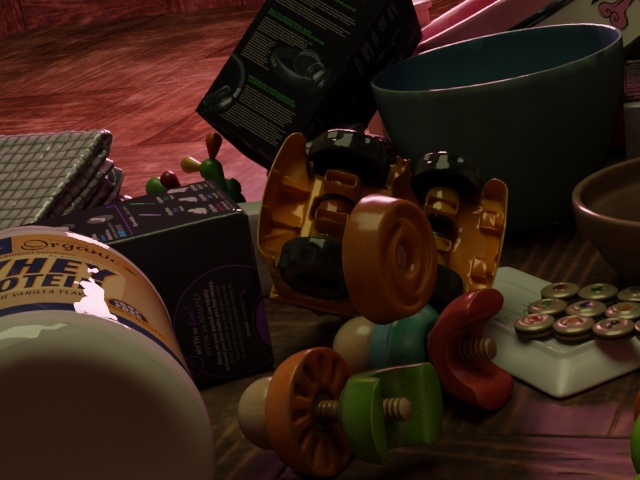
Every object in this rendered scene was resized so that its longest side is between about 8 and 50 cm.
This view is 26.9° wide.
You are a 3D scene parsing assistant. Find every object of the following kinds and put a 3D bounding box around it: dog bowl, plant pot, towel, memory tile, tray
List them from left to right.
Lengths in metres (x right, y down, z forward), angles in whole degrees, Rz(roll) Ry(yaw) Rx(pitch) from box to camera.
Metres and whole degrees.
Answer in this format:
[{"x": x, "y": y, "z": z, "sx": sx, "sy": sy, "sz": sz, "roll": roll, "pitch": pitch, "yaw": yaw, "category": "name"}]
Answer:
[{"x": -0.371, "y": 0.000, "z": 1.546, "sx": 0.235, "sy": 0.121, "sz": 0.284, "roll": -1, "pitch": 43, "yaw": 30, "category": "towel"}, {"x": 0.220, "y": -0.122, "z": 1.558, "sx": 0.290, "sy": 0.195, "sz": 0.290, "roll": -12, "pitch": 17, "yaw": 4, "category": "plant pot"}, {"x": 0.264, "y": -0.274, "z": 1.866, "sx": 0.408, "sy": 0.150, "sz": 0.408, "roll": -30, "pitch": 9, "yaw": 5, "category": "dog bowl"}, {"x": 0.199, "y": 0.074, "z": 1.252, "sx": 0.145, "sy": 0.030, "sz": 0.270, "roll": -19, "pitch": 20, "yaw": -23, "category": "tray"}, {"x": 0.254, "y": 0.062, "z": 1.186, "sx": 0.148, "sy": 0.012, "sz": 0.113, "roll": 1, "pitch": 21, "yaw": 30, "category": "memory tile"}, {"x": 0.364, "y": -0.006, "z": 1.276, "sx": 0.237, "sy": 0.110, "sz": 0.237, "roll": -10, "pitch": 18, "yaw": 3, "category": "plant pot"}]

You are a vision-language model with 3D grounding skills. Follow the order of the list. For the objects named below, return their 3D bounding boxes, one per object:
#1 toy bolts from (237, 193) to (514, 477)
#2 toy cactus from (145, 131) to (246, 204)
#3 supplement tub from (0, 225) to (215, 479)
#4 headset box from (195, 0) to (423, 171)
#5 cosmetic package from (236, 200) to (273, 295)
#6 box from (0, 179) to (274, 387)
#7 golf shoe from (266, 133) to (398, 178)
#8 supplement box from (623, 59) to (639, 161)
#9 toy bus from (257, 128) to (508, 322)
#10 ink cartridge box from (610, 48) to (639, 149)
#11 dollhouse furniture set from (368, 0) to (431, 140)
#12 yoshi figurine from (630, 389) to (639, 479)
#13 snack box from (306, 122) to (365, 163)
[{"x": 0.036, "y": 0.074, "z": 1.102, "sx": 0.158, "sy": 0.218, "sz": 0.228, "roll": -4, "pitch": 0, "yaw": 36, "category": "toy bolts"}, {"x": -0.100, "y": -0.040, "z": 1.603, "sx": 0.219, "sy": 0.112, "sz": 0.180, "roll": 20, "pitch": 24, "yaw": -11, "category": "toy cactus"}, {"x": -0.212, "y": 0.120, "z": 1.010, "sx": 0.228, "sy": 0.228, "sz": 0.316, "roll": -13, "pitch": 18, "yaw": -10, "category": "supplement tub"}, {"x": 0.001, "y": -0.218, "z": 1.644, "sx": 0.131, "sy": 0.283, "sz": 0.246, "roll": 32, "pitch": -1, "yaw": 13, "category": "headset box"}, {"x": 0.000, "y": 0.000, "z": 1.473, "sx": 0.239, "sy": 0.099, "sz": 0.060, "roll": -6, "pitch": 19, "yaw": 11, "category": "cosmetic package"}, {"x": -0.199, "y": 0.060, "z": 1.285, "sx": 0.270, "sy": 0.165, "sz": 0.143, "roll": -14, "pitch": 19, "yaw": -13, "category": "box"}, {"x": 0.015, "y": -0.114, "z": 1.865, "sx": 0.186, "sy": 0.067, "sz": 0.086, "roll": -11, "pitch": 16, "yaw": -3, "category": "golf shoe"}, {"x": 0.404, "y": -0.133, "z": 1.610, "sx": 0.073, "sy": 0.130, "sz": 0.239, "roll": -4, "pitch": 19, "yaw": 14, "category": "supplement box"}, {"x": 0.055, "y": 0.018, "z": 1.279, "sx": 0.220, "sy": 0.211, "sz": 0.149, "roll": 11, "pitch": 60, "yaw": 5, "category": "toy bus"}, {"x": 0.503, "y": -0.234, "z": 1.870, "sx": 0.272, "sy": 0.130, "sz": 0.309, "roll": -4, "pitch": 19, "yaw": 21, "category": "ink cartridge box"}, {"x": 0.003, "y": -0.256, "z": 2.095, "sx": 0.286, "sy": 0.198, "sz": 0.303, "roll": -22, "pitch": 21, "yaw": -33, "category": "dollhouse furniture set"}, {"x": 0.257, "y": 0.176, "z": 0.766, "sx": 0.203, "sy": 0.203, "sz": 0.362, "roll": 37, "pitch": 14, "yaw": 9, "category": "yoshi figurine"}, {"x": 0.024, "y": -0.057, "z": 1.562, "sx": 0.037, "sy": 0.141, "sz": 0.100, "roll": 2, "pitch": 21, "yaw": 34, "category": "snack box"}]
